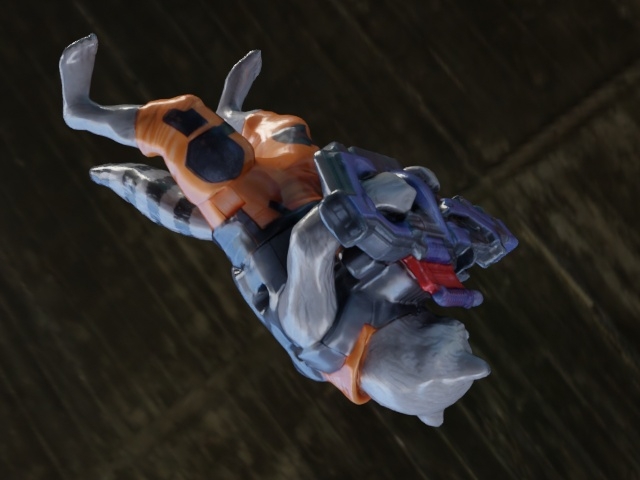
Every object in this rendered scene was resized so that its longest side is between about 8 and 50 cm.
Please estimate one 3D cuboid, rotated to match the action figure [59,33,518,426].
[{"bbox_3d":[0.000,0.000,1.228,0.178,0.341,0.330,-49,-116,12],"label":"action figure"}]
